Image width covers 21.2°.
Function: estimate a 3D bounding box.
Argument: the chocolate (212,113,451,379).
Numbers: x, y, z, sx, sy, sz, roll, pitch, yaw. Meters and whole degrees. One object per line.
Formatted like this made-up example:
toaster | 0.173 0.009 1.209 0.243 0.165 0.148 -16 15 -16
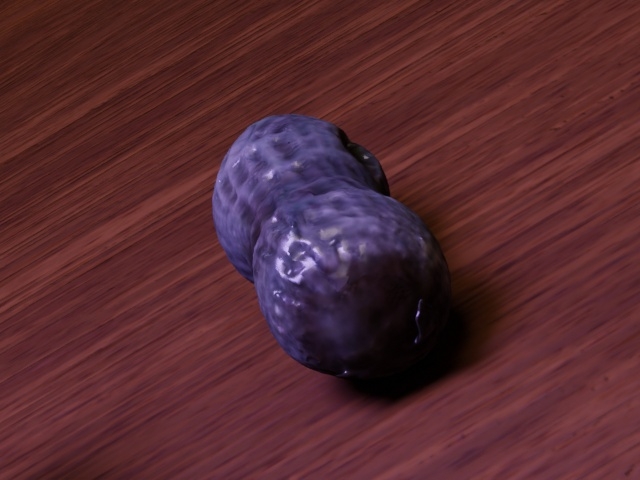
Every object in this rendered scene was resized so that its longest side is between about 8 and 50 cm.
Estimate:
chocolate | 0.000 0.000 0.951 0.110 0.110 0.248 -31 22 0
